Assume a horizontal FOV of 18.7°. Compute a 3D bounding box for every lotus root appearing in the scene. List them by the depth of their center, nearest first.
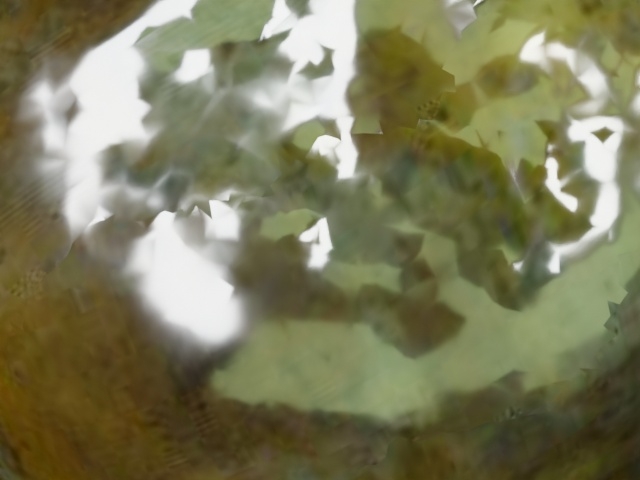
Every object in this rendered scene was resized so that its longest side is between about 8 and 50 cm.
[{"bbox_3d":[-0.017,-0.004,0.581,0.260,0.149,0.267,-28,102,7],"label":"lotus root"}]
